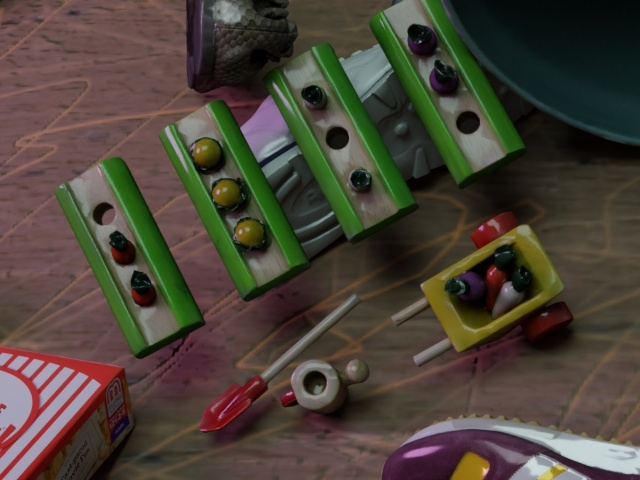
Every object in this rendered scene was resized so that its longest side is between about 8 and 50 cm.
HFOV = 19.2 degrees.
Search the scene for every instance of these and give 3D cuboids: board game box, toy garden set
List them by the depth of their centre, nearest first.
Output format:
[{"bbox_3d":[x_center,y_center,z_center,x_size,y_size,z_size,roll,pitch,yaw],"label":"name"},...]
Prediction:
[{"bbox_3d":[-0.210,0.126,1.017,0.147,0.045,0.193,7,32,22],"label":"board game box"},{"bbox_3d":[0.000,0.000,1.029,0.244,0.049,0.204,-29,76,4],"label":"toy garden set"}]

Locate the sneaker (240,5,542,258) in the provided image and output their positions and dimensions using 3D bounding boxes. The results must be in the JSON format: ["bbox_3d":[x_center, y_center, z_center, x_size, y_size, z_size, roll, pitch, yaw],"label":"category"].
[{"bbox_3d":[0.031,-0.083,1.127,0.235,0.090,0.095,-30,37,-6],"label":"sneaker"}]

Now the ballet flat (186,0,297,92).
[{"bbox_3d":[-0.051,-0.130,1.147,0.058,0.084,0.250,-1,6,-6],"label":"ballet flat"}]

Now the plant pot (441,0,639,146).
[{"bbox_3d":[0.212,-0.219,1.027,0.293,0.293,0.196,-7,45,17],"label":"plant pot"}]

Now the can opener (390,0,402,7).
[{"bbox_3d":[0.088,-0.196,1.215,0.073,0.059,0.186,0,51,23],"label":"can opener"}]

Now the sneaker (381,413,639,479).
[{"bbox_3d":[0.108,0.138,0.907,0.185,0.069,0.084,2,47,26],"label":"sneaker"}]
